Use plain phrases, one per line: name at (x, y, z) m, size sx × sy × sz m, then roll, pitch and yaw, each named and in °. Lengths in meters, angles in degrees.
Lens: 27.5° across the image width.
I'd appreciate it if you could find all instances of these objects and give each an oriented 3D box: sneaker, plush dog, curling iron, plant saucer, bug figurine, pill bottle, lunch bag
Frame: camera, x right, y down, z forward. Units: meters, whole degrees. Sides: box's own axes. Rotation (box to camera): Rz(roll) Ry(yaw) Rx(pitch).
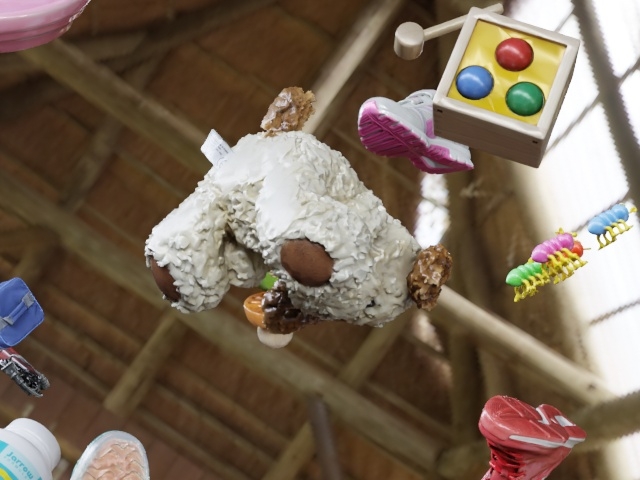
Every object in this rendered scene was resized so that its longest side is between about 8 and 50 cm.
sneaker at (0.224, 0.255, 1.506) m, size 0.087 × 0.128 × 0.221 m, roll 39°, pitch 12°, yaw 35°
sneaker at (0.146, -0.184, 2.032) m, size 0.103 × 0.111 × 0.252 m, roll -7°, pitch -17°, yaw 36°
plush dog at (0.000, 0.000, 1.245) m, size 0.262 × 0.211 × 0.225 m, roll -9°, pitch -42°, yaw 42°
sneaker at (-0.298, 0.375, 1.646) m, size 0.108 × 0.302 × 0.121 m, roll 14°, pitch 3°, yaw -25°
curling iron at (-0.440, 0.129, 1.739) m, size 0.274 × 0.035 × 0.068 m, roll 33°, pitch -16°, yaw 43°
plant saucer at (-0.539, -0.393, 2.161) m, size 0.332 × 0.332 × 0.084 m, roll 24°, pitch -51°, yaw 32°
bug figurine at (0.454, 0.018, 2.413) m, size 0.072 × 0.216 × 0.279 m, roll 60°, pitch -24°, yaw 11°
pill bottle at (-0.469, 0.359, 1.807) m, size 0.146 × 0.264 × 0.146 m, roll 13°, pitch -56°, yaw 19°
lunch bag at (-0.371, 0.090, 1.514) m, size 0.065 × 0.098 × 0.067 m, roll -28°, pitch -77°, yaw 28°

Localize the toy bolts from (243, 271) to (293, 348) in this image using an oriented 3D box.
toy bolts at (-0.048, 0.071, 2.229) m, size 0.218 × 0.228 × 0.159 m, roll 36°, pitch -47°, yaw 54°

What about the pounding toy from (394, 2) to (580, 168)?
pounding toy at (0.176, -0.206, 1.452) m, size 0.206 × 0.181 × 0.094 m, roll 19°, pitch -17°, yaw 11°
